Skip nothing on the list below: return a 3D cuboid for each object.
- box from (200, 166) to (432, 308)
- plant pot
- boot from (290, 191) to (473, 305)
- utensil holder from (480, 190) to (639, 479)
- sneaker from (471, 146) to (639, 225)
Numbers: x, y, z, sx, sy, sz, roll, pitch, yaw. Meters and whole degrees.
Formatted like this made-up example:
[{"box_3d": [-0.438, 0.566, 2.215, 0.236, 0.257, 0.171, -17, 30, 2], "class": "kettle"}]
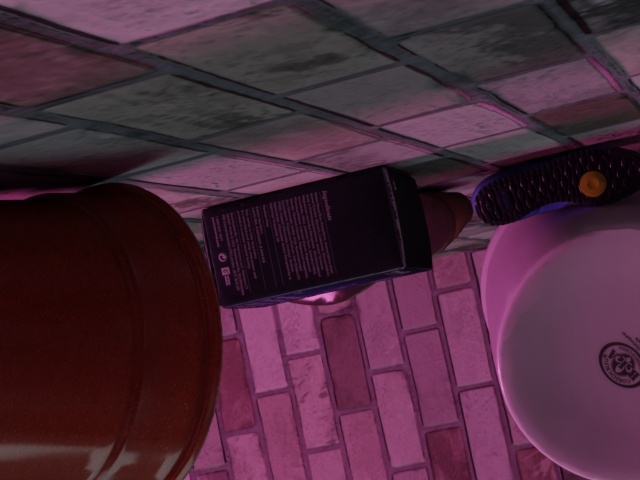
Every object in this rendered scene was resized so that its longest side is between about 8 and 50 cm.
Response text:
[{"box_3d": [0.000, 0.000, 1.533, 0.207, 0.108, 0.153, -13, 175, 15], "class": "box"}, {"box_3d": [-0.260, 0.081, 1.061, 0.272, 0.272, 0.265, -16, 166, 40], "class": "plant pot"}, {"box_3d": [0.058, 0.007, 1.850, 0.305, 0.112, 0.115, -17, -176, 32], "class": "boot"}, {"box_3d": [0.361, 0.098, 1.781, 0.327, 0.328, 0.385, -12, -171, 9], "class": "utensil holder"}, {"box_3d": [0.280, -0.071, 1.708, 0.209, 0.069, 0.082, -14, -169, 11], "class": "sneaker"}]
